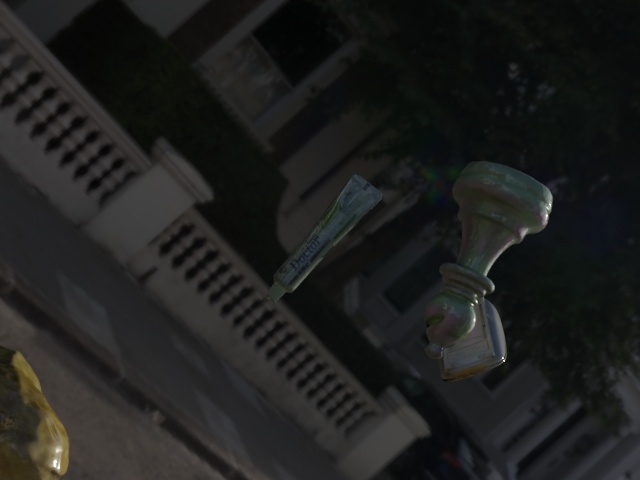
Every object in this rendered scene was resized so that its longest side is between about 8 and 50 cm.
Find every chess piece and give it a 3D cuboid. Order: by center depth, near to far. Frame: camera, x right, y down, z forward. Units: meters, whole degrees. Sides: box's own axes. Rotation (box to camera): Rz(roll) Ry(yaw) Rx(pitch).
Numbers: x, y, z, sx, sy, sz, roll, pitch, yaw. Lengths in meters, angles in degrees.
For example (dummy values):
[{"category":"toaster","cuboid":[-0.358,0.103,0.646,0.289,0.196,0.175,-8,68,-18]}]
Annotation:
[{"category":"chess piece","cuboid":[0.206,0.036,1.295,0.139,0.272,0.139,25,-13,6]}]

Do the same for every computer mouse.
[{"category":"computer mouse","cuboid":[0.219,0.149,1.397,0.199,0.102,0.045,-84,150,-64]}]

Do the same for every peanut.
[{"category":"peanut","cuboid":[-0.387,0.210,1.136,0.147,0.147,0.305,49,-16,-24]}]

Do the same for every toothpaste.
[{"category":"toothpaste","cuboid":[0.000,0.000,1.189,0.048,0.197,0.029,40,-10,6]}]
